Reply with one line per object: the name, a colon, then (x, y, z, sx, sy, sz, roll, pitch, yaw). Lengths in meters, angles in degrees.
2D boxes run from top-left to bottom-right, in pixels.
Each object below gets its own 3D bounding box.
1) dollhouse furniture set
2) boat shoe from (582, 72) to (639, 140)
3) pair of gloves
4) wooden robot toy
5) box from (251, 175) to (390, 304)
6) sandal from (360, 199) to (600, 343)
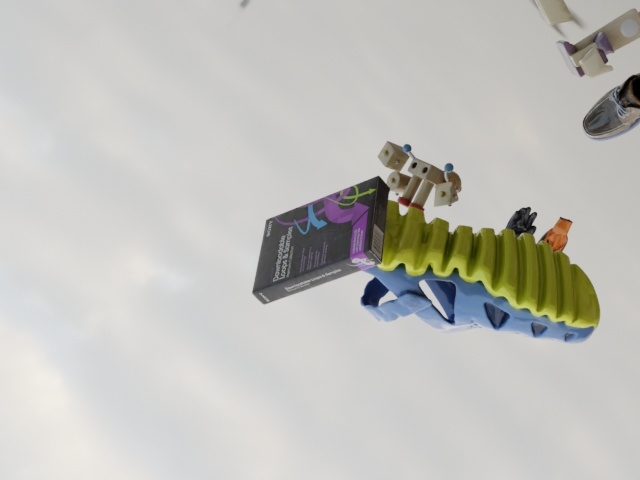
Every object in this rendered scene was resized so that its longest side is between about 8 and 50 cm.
dollhouse furniture set: (0.242, -0.214, 0.982, 0.114, 0.081, 0.091, 59, -173, -9)
boat shoe: (0.440, -0.203, 1.554, 0.066, 0.183, 0.066, -3, -117, -56)
pair of gloves: (0.278, -0.005, 1.426, 0.083, 0.074, 0.010, 18, -154, -6)
wooden robot toy: (0.144, -0.071, 1.435, 0.079, 0.076, 0.173, 17, -170, -35)
box: (0.000, 0.000, 1.242, 0.029, 0.162, 0.116, 45, -143, -34)
sandal: (0.171, 0.056, 1.307, 0.317, 0.138, 0.126, 19, -141, 9)
